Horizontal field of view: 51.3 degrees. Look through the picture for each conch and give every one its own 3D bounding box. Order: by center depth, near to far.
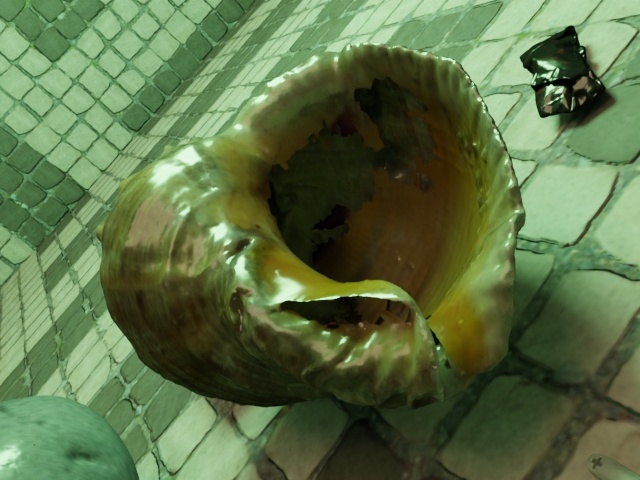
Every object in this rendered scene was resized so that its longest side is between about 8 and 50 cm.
[{"bbox_3d":[0.008,0.006,0.499,0.352,0.210,0.297,28,84,37],"label":"conch"}]

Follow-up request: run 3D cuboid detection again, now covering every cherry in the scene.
[{"bbox_3d":[-0.261,0.252,0.525,0.255,0.218,0.296,-43,19,24],"label":"cherry"}]

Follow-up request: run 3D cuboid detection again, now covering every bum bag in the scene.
[{"bbox_3d":[0.208,-0.148,0.582,0.058,0.034,0.124,-23,34,26],"label":"bum bag"}]

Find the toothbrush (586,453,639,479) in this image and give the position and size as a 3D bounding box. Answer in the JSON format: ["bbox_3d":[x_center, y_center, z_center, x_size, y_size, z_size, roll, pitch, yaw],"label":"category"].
[{"bbox_3d":[0.171,0.125,0.269,0.014,0.017,0.162,-47,20,-11],"label":"toothbrush"}]
